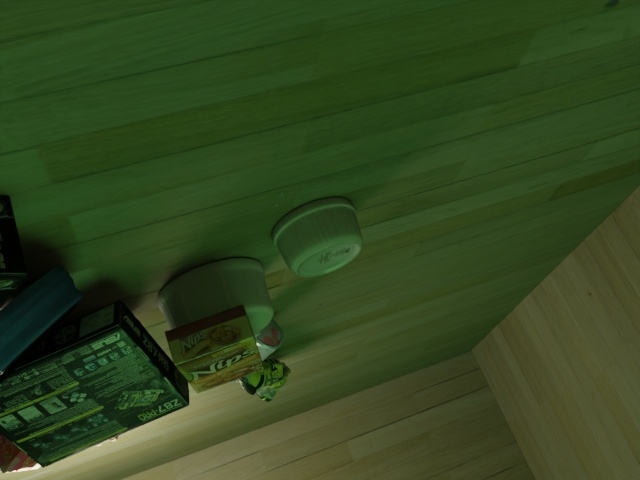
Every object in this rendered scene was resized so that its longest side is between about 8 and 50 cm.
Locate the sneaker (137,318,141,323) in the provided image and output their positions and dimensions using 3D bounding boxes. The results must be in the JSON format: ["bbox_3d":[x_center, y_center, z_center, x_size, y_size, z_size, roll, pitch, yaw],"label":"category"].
[{"bbox_3d":[-0.541,0.243,1.637,0.267,0.101,0.106,-21,-170,-25],"label":"sneaker"}]

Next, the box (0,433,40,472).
[{"bbox_3d":[-0.757,0.483,1.870,0.257,0.128,0.122,-49,153,11],"label":"box"}]

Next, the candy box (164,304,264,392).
[{"bbox_3d":[-0.241,0.264,1.655,0.183,0.087,0.316,-19,159,-8],"label":"candy box"}]

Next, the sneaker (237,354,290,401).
[{"bbox_3d":[-0.221,0.453,2.450,0.147,0.145,0.385,-47,158,-5],"label":"sneaker"}]

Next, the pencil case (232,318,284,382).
[{"bbox_3d":[-0.232,0.335,2.156,0.124,0.113,0.273,21,135,-33],"label":"pencil case"}]

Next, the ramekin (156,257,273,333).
[{"bbox_3d":[-0.250,0.168,1.727,0.277,0.135,0.277,-19,157,-9],"label":"ramekin"}]

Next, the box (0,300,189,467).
[{"bbox_3d":[-0.543,0.333,1.579,0.395,0.097,0.318,-24,128,4],"label":"box"}]

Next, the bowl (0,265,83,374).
[{"bbox_3d":[-0.597,0.213,1.285,0.391,0.077,0.391,-43,-172,7],"label":"bowl"}]

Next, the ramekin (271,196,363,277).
[{"bbox_3d":[0.000,0.000,1.624,0.207,0.109,0.207,-20,157,-9],"label":"ramekin"}]

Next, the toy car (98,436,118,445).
[{"bbox_3d":[-0.703,0.583,2.226,0.182,0.136,0.159,-4,152,-39],"label":"toy car"}]

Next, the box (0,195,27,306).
[{"bbox_3d":[-0.553,0.035,1.117,0.077,0.147,0.180,4,145,-48],"label":"box"}]
